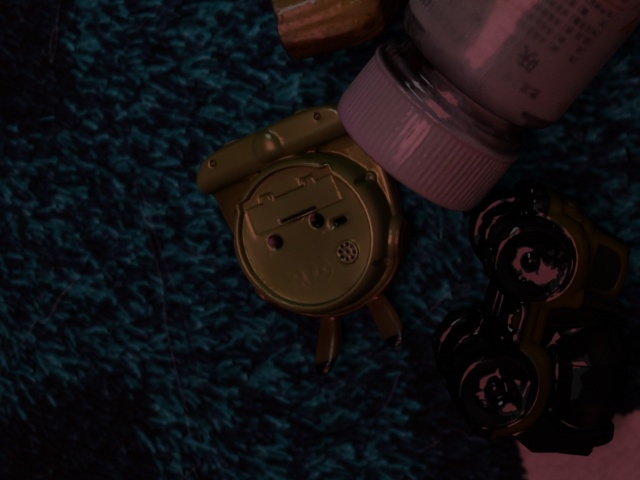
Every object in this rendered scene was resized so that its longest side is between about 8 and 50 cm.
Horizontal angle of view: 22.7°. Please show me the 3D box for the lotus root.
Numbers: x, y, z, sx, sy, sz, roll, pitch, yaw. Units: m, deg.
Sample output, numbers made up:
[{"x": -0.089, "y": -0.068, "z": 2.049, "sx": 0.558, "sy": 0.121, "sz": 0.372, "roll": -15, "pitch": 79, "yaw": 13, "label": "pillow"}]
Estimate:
[{"x": 0.011, "y": -0.223, "z": 1.416, "sx": 0.135, "sy": 0.095, "sz": 0.159, "roll": -7, "pitch": 55, "yaw": 17, "label": "lotus root"}]

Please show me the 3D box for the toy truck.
[{"x": 0.197, "y": 0.068, "z": 1.367, "sx": 0.165, "sy": 0.147, "sz": 0.224, "roll": 14, "pitch": 101, "yaw": -6, "label": "toy truck"}]

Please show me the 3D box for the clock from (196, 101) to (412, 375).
[{"x": 0.000, "y": 0.000, "z": 1.457, "sx": 0.170, "sy": 0.069, "sz": 0.232, "roll": -23, "pitch": 89, "yaw": 22, "label": "clock"}]

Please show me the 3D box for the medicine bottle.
[{"x": 0.151, "y": -0.171, "z": 1.321, "sx": 0.165, "sy": 0.165, "sz": 0.273, "roll": 42, "pitch": 109, "yaw": 10, "label": "medicine bottle"}]
